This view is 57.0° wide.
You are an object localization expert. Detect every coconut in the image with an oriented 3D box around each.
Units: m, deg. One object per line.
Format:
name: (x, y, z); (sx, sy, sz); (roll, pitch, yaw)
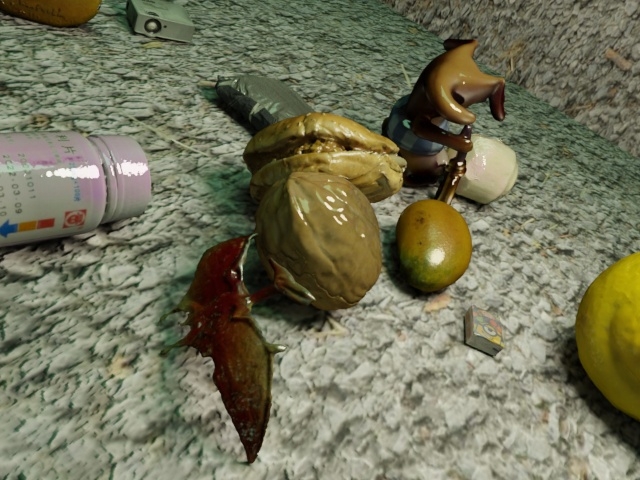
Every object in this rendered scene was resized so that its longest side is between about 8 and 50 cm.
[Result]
coconut: (0.386, -0.185, 1.454); (0.183, 0.170, 0.170); (27, 34, -12)

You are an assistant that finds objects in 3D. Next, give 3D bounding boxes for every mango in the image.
mango: (0.217, 0.012, 1.132); (0.152, 0.120, 0.221); (17, 43, -10)
mango: (-0.601, -0.549, 1.269); (0.249, 0.151, 0.156); (7, 5, -22)

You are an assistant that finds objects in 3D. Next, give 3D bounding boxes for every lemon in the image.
lemon: (0.626, 0.169, 1.029); (0.348, 0.347, 0.347); (18, 36, -14)

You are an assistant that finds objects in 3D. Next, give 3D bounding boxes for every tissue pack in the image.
tissue pack: (0.293, 0.162, 1.061); (0.063, 0.035, 0.083); (25, 33, -4)

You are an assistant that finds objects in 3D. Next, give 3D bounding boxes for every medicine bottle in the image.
medicine bottle: (-0.378, -0.076, 0.812); (0.255, 0.152, 0.152); (-15, 53, -44)

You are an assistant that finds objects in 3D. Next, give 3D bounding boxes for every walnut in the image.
walnut: (0.000, 0.000, 0.916); (0.245, 0.198, 0.198); (56, 22, -31)

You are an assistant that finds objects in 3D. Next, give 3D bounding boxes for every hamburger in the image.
hamburger: (0.008, -0.139, 1.077); (0.283, 0.260, 0.144); (14, 68, -47)

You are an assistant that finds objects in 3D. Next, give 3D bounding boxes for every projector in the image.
projector: (-0.406, -0.558, 1.492); (0.147, 0.061, 0.115); (0, 42, -34)

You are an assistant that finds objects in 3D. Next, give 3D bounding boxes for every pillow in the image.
pillow: (-0.095, -0.275, 1.311); (0.335, 0.092, 0.162); (44, 43, 21)

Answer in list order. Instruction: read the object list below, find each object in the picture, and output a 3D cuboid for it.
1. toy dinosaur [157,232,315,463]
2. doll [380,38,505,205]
toy dinosaur: (-0.117, 0.103, 0.799); (0.207, 0.112, 0.327); (-40, 43, -15)
doll: (0.263, -0.255, 1.317); (0.209, 0.339, 0.317); (15, 47, -18)
